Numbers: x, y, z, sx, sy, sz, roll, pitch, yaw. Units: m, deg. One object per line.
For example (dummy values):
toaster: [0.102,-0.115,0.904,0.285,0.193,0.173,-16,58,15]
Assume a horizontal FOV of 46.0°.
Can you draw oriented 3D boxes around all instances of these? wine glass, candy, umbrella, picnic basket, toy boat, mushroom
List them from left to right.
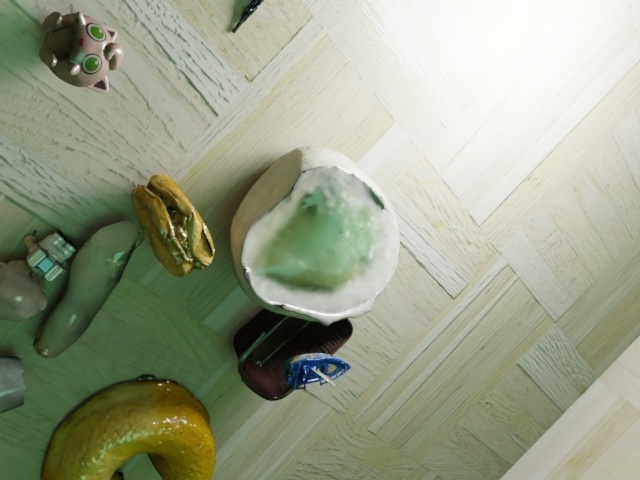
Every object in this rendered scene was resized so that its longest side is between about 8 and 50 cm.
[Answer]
wine glass: [-0.722,0.304,1.513,0.241,0.126,0.126,-9,124,-26]
mushroom: [-0.482,0.107,1.553,0.351,0.097,0.109,-56,170,16]
umbrella: [-0.084,-0.507,1.458,0.269,0.044,0.044,-51,170,15]
picnic basket: [-0.086,0.238,1.877,0.297,0.129,0.222,-41,131,-4]
candy: [0.000,0.000,1.709,0.427,0.186,0.386,30,82,-30]
toy boat: [0.006,0.327,1.830,0.175,0.110,0.091,-4,119,-31]

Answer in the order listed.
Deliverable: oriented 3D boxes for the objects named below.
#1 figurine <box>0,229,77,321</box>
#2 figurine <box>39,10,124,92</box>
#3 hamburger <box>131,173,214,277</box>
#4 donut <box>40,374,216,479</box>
figurine: [-0.575,0.077,1.473,0.229,0.112,0.137,-46,128,-13]
figurine: [-0.411,-0.327,1.299,0.138,0.125,0.125,12,112,-52]
hamburger: [-0.299,-0.025,1.522,0.108,0.214,0.213,-33,132,-15]
donut: [-0.458,0.537,1.809,0.435,0.163,0.377,-31,130,-12]
